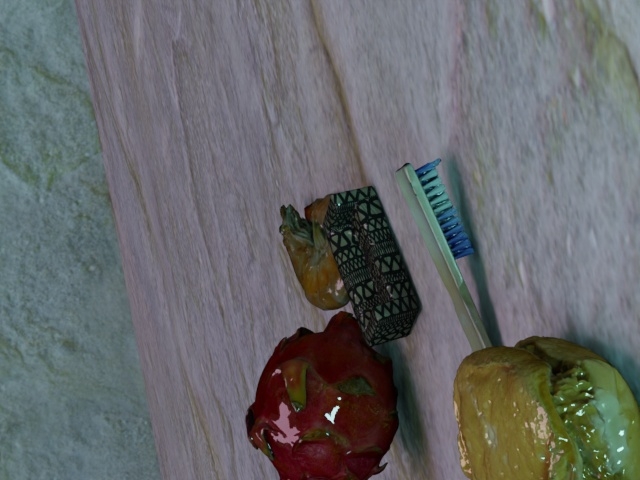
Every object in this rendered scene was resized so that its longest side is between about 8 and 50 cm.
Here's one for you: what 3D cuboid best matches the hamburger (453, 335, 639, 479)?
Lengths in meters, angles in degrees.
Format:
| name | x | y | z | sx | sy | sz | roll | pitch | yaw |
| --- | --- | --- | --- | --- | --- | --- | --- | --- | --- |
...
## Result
| name | x | y | z | sx | sy | sz | roll | pitch | yaw |
| --- | --- | --- | --- | --- | --- | --- | --- | --- | --- |
| hamburger | 0.136 | 0.127 | 0.895 | 0.147 | 0.083 | 0.138 | -165 | 66 | -71 |

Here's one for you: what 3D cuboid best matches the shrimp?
| name | x | y | z | sx | sy | sz | roll | pitch | yaw |
| --- | --- | --- | --- | --- | --- | --- | --- | --- | --- |
| shrimp | 0.000 | 0.000 | 1.353 | 0.190 | 0.042 | 0.101 | -137 | 57 | -64 |

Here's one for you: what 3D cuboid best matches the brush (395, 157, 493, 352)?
| name | x | y | z | sx | sy | sz | roll | pitch | yaw |
| --- | --- | --- | --- | --- | --- | --- | --- | --- | --- |
| brush | 0.098 | 0.027 | 1.049 | 0.179 | 0.030 | 0.033 | 66 | 158 | -3 |

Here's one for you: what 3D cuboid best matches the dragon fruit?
| name | x | y | z | sx | sy | sz | roll | pitch | yaw |
| --- | --- | --- | --- | --- | --- | --- | --- | --- | --- |
| dragon fruit | 0.003 | 0.136 | 1.276 | 0.136 | 0.133 | 0.166 | 2 | 68 | 39 |

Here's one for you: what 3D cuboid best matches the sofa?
| name | x | y | z | sx | sy | sz | roll | pitch | yaw |
| --- | --- | --- | --- | --- | --- | --- | --- | --- | --- |
| sofa | 0.039 | 0.021 | 1.221 | 0.060 | 0.039 | 0.118 | 108 | 145 | -61 |
